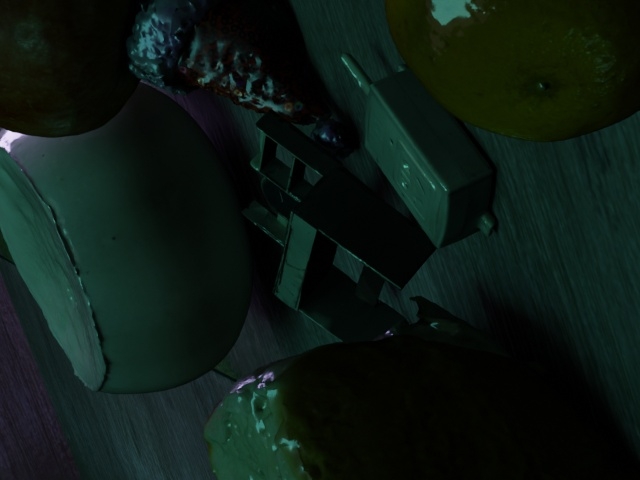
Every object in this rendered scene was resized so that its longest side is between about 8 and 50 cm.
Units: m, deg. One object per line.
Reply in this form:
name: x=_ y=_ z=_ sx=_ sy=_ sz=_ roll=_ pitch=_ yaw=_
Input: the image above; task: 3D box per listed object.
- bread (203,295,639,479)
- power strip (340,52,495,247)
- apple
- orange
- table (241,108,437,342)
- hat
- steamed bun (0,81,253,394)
bread: x=0.071 y=0.177 z=1.188 sx=0.279 sy=0.250 sz=0.225 roll=66 pitch=155 yaw=19
power strip: x=0.063 y=-0.074 z=1.203 sx=0.175 sy=0.042 sz=0.075 roll=56 pitch=160 yaw=29
apple: x=-0.258 y=-0.250 z=1.464 sx=0.277 sy=0.250 sz=0.309 roll=82 pitch=-158 yaw=-78
orange: x=0.110 y=-0.128 z=0.853 sx=0.159 sy=0.159 sz=0.136 roll=96 pitch=179 yaw=-56
table: x=0.000 y=0.000 z=1.354 sx=0.175 sy=0.062 sz=0.146 roll=37 pitch=153 yaw=12
hat: x=-0.053 y=-0.146 z=1.388 sx=0.227 sy=0.129 sz=0.140 roll=38 pitch=124 yaw=22
steamed bun: x=-0.189 y=-0.009 z=1.715 sx=0.324 sy=0.206 sz=0.324 roll=50 pitch=155 yaw=34
